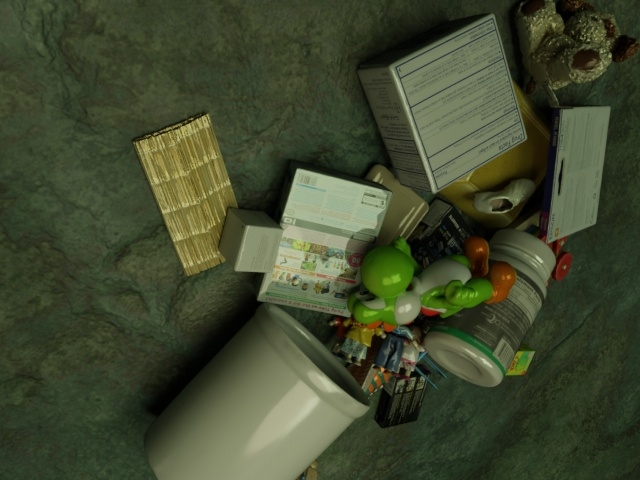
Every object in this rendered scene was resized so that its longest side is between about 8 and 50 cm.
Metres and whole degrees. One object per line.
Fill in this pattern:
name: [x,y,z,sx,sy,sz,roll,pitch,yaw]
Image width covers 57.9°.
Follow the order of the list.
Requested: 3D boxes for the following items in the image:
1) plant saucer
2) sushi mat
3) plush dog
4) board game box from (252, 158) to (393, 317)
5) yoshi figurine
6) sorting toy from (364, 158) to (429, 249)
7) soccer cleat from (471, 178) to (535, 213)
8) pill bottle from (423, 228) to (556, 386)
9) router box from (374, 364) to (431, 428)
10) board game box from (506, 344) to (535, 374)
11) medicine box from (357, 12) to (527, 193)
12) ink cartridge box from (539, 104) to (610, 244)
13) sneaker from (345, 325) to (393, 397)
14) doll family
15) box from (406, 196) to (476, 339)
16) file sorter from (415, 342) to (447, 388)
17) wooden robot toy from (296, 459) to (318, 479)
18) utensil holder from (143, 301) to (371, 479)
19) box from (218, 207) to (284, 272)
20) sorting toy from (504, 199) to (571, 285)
plant saucer: [0.475,-0.205,1.478,0.333,0.081,0.332,30,97,-36]
sushi mat: [-0.247,-0.083,1.154,0.152,0.019,0.316,-25,124,-19]
plush dog: [0.597,-0.455,1.355,0.226,0.262,0.210,-28,154,-7]
board game box: [0.000,0.000,1.264,0.224,0.097,0.303,13,105,-19]
yoshi figurine: [0.231,0.073,1.250,0.363,0.203,0.202,-13,80,-18]
sorting toy: [0.140,-0.063,1.376,0.196,0.047,0.347,34,94,-33]
soccer cleat: [0.464,-0.103,1.423,0.197,0.076,0.068,-17,121,-23]
pill bottle: [0.426,0.159,1.430,0.361,0.204,0.204,-53,130,-22]
router box: [0.241,0.456,1.689,0.133,0.046,0.178,-1,114,-31]
board game box: [0.603,0.386,1.868,0.182,0.043,0.092,7,110,-33]
medicine box: [0.263,-0.289,1.236,0.264,0.149,0.289,-30,113,-15]
ink cartridge box: [0.629,-0.177,1.466,0.330,0.072,0.323,-13,110,-43]
sneaker: [0.141,0.358,1.544,0.121,0.108,0.302,31,95,-33]
doll family: [0.150,0.237,1.418,0.263,0.118,0.163,18,82,-1]
box: [0.292,0.085,1.519,0.293,0.073,0.295,-47,129,-2]
file sorter: [0.332,0.312,1.602,0.170,0.118,0.104,-44,86,-4]
wooden robot toy: [-0.043,0.638,1.619,0.173,0.076,0.079,49,50,-37]
utensil holder: [-0.140,0.377,1.262,0.385,0.327,0.327,-45,127,0]
box: [-0.144,0.000,1.181,0.087,0.102,0.101,5,111,-35]
sorting toy: [0.630,0.036,1.645,0.256,0.089,0.256,-31,127,-30]
